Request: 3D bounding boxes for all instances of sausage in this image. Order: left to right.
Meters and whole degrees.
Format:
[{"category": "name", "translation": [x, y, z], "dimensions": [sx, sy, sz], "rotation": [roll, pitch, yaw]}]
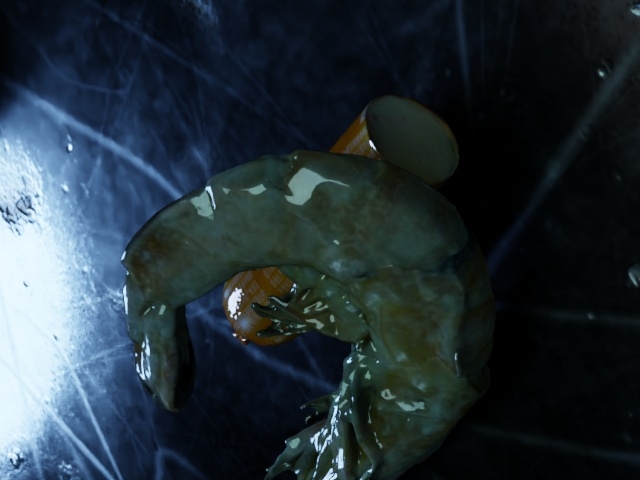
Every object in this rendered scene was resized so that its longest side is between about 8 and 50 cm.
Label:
[{"category": "sausage", "translation": [0.000, 0.000, 1.235], "dimensions": [0.071, 0.071, 0.234], "rotation": [55, 133, 13]}]

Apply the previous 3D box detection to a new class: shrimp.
[{"category": "shrimp", "translation": [-0.016, 0.081, 1.218], "dimensions": [0.246, 0.085, 0.360], "rotation": [15, 131, 1]}]
